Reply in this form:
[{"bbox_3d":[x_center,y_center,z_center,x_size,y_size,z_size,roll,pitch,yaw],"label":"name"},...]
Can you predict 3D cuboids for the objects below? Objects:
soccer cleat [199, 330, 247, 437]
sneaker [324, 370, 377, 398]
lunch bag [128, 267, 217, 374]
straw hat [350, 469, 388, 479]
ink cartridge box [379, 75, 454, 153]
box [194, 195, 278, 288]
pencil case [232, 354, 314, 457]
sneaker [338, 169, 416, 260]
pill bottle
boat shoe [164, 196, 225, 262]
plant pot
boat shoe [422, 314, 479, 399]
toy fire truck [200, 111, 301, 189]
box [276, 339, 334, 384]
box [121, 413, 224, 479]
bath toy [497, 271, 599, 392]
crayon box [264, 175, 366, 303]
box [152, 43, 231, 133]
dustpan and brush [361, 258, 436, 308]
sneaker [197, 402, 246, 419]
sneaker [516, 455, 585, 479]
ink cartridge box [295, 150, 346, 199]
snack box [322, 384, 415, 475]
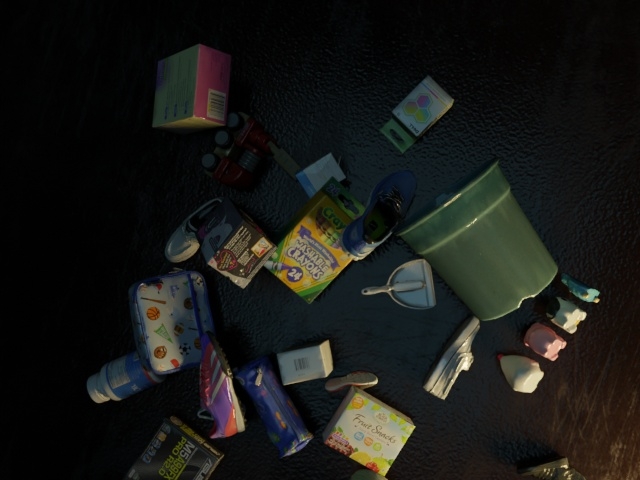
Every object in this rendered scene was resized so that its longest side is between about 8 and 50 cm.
[{"bbox_3d":[-0.309,0.423,1.677,0.116,0.108,0.319,-17,97,-14],"label":"soccer cleat"},{"bbox_3d":[0.095,0.435,1.709,0.157,0.061,0.065,-11,112,9],"label":"sneaker"},{"bbox_3d":[-0.436,0.236,1.728,0.243,0.115,0.304,-8,86,-32],"label":"lunch bag"},{"bbox_3d":[0.140,0.736,1.647,0.144,0.061,0.145,6,107,21],"label":"straw hat"},{"bbox_3d":[0.284,-0.374,1.714,0.209,0.062,0.109,-44,82,5],"label":"ink cartridge box"},{"bbox_3d":[-0.251,-0.001,1.666,0.142,0.247,0.163,40,93,-27],"label":"box"},{"bbox_3d":[-0.139,0.485,1.698,0.119,0.133,0.306,-28,83,-21],"label":"pencil case"},{"bbox_3d":[0.192,-0.082,1.619,0.130,0.147,0.330,43,60,-11],"label":"sneaker"},{"bbox_3d":[-0.600,0.419,1.780,0.221,0.124,0.124,-24,83,8],"label":"pill bottle"},{"bbox_3d":[-0.390,-0.034,1.790,0.267,0.088,0.096,-38,81,5],"label":"boat shoe"},{"bbox_3d":[0.432,0.010,1.548,0.341,0.341,0.334,-37,89,5],"label":"plant pot"},{"bbox_3d":[0.392,0.336,1.647,0.084,0.095,0.258,32,103,6],"label":"boat shoe"},{"bbox_3d":[-0.200,-0.241,1.757,0.246,0.158,0.217,32,92,20],"label":"toy fire truck"},{"bbox_3d":[-0.040,0.351,1.668,0.130,0.170,0.091,-13,83,8],"label":"box"},{"bbox_3d":[-0.460,0.709,1.771,0.216,0.060,0.270,35,93,10],"label":"box"},{"bbox_3d":[0.619,0.256,1.592,0.348,0.151,0.129,-56,42,5],"label":"bath toy"},{"bbox_3d":[0.000,0.000,1.684,0.203,0.083,0.323,42,94,-21],"label":"crayon box"},{"bbox_3d":[-0.392,-0.449,1.743,0.242,0.117,0.214,1,86,45],"label":"box"},{"bbox_3d":[0.226,0.138,1.693,0.211,0.060,0.147,-8,85,9],"label":"dustpan and brush"},{"bbox_3d":[-0.303,0.528,1.757,0.152,0.061,0.054,-8,84,7],"label":"sneaker"},{"bbox_3d":[0.642,0.657,1.598,0.170,0.051,0.089,-16,80,5],"label":"sneaker"},{"bbox_3d":[0.008,-0.202,1.722,0.143,0.092,0.090,-31,102,6],"label":"ink cartridge box"},{"bbox_3d":[0.137,0.545,1.653,0.207,0.070,0.175,32,92,-9],"label":"snack box"}]
